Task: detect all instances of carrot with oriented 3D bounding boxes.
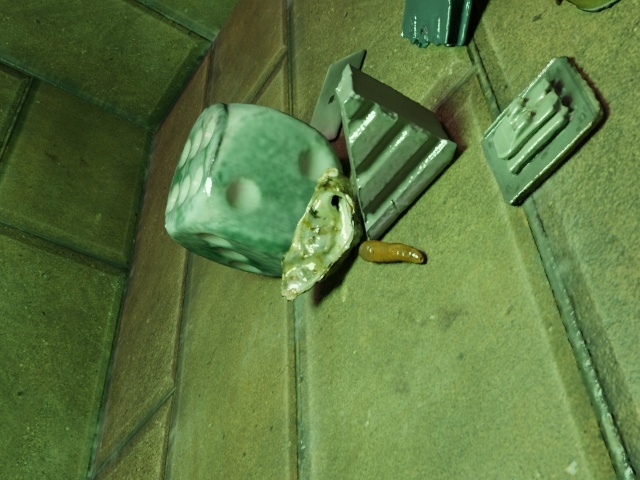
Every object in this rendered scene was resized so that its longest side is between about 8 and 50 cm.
[{"bbox_3d":[0.139,0.024,1.416,0.191,0.047,0.047,3,71,57],"label":"carrot"}]

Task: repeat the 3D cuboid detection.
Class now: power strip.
[{"bbox_3d":[0.336,-0.188,1.186,0.213,0.064,0.198,-52,27,29],"label":"power strip"}]

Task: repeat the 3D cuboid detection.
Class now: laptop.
[{"bbox_3d":[0.035,-0.379,1.987,0.187,0.015,0.269,-5,64,61],"label":"laptop"}]

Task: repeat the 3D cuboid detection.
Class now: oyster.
[{"bbox_3d":[-0.002,-0.003,1.601,0.166,0.094,0.294,40,101,23],"label":"oyster"}]

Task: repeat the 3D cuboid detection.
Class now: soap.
[{"bbox_3d":[0.076,-0.163,1.443,0.302,0.257,0.159,-51,30,30],"label":"soap"}]

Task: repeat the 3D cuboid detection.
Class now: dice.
[{"bbox_3d":[-0.169,-0.117,1.774,0.328,0.348,0.331,-15,54,61],"label":"dice"}]

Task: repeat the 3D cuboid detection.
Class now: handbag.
[{"bbox_3d":[0.245,-0.498,1.573,0.229,0.062,0.179,-131,43,-64],"label":"handbag"}]

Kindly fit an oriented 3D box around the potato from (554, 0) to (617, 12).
[{"bbox_3d":[0.426,-0.545,1.176,0.246,0.196,0.300,-28,43,51],"label":"potato"}]
